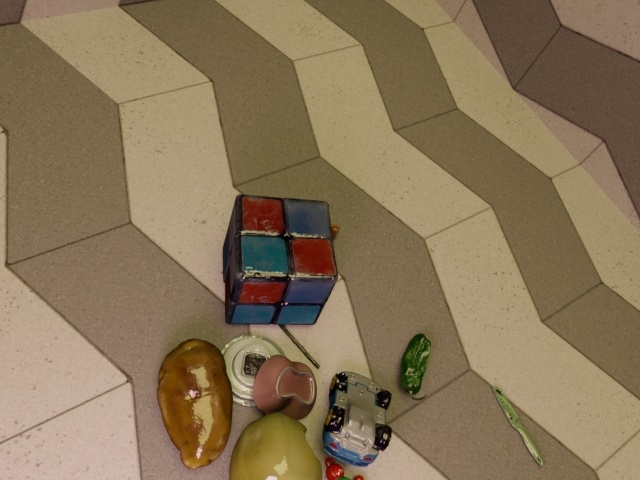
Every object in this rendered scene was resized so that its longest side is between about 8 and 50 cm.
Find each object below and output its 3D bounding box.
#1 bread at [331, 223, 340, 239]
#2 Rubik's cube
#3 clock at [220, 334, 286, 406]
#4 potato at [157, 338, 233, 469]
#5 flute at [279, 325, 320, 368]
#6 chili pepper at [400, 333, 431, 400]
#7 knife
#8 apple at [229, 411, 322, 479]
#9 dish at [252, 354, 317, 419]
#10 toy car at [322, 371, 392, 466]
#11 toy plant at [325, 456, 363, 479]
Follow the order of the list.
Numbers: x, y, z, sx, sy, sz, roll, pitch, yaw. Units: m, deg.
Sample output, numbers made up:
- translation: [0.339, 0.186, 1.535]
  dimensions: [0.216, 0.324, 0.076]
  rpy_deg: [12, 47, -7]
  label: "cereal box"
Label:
- translation: [-0.015, -0.019, 2.206]
  dimensions: [0.136, 0.054, 0.154]
  rpy_deg: [29, 49, -2]
  label: "bread"
- translation: [-0.139, 0.071, 1.943]
  dimensions: [0.318, 0.316, 0.313]
  rpy_deg: [3, 55, -15]
  label: "Rubik's cube"
- translation: [-0.206, 0.397, 1.885]
  dimensions: [0.236, 0.053, 0.236]
  rpy_deg: [8, 58, -13]
  label: "clock"
- translation: [-0.356, 0.458, 1.737]
  dimensions: [0.195, 0.176, 0.369]
  rpy_deg: [12, 56, -45]
  label: "potato"
- translation: [-0.094, 0.320, 1.993]
  dimensions: [0.014, 0.014, 0.269]
  rpy_deg: [-36, 76, -33]
  label: "flute"
- translation: [0.319, 0.416, 2.035]
  dimensions: [0.100, 0.074, 0.257]
  rpy_deg: [25, 54, -2]
  label: "chili pepper"
- translation: [0.667, 0.628, 2.055]
  dimensions: [0.043, 0.020, 0.293]
  rpy_deg: [-16, 65, -25]
  label: "knife"
- translation: [-0.125, 0.620, 1.647]
  dimensions: [0.279, 0.279, 0.279]
  rpy_deg: [9, 57, -14]
  label: "apple"
- translation: [-0.091, 0.446, 1.832]
  dimensions: [0.213, 0.090, 0.213]
  rpy_deg: [13, 65, -30]
  label: "dish"
- translation: [0.101, 0.538, 1.841]
  dimensions: [0.198, 0.166, 0.314]
  rpy_deg: [23, 26, -6]
  label: "toy car"
- translation: [0.089, 0.750, 1.747]
  dimensions: [0.154, 0.088, 0.240]
  rpy_deg: [17, 44, -23]
  label: "toy plant"
